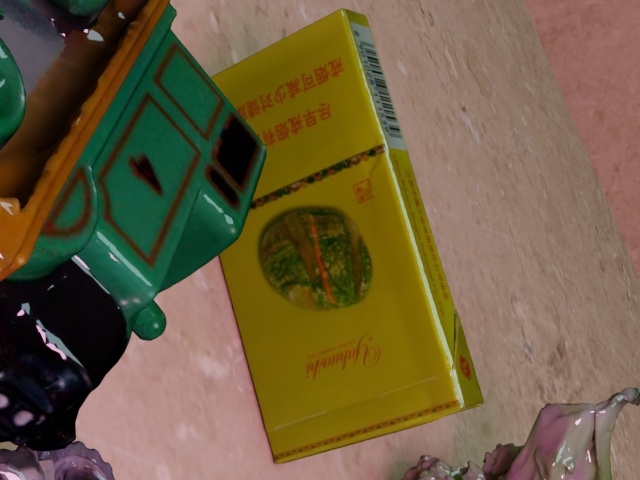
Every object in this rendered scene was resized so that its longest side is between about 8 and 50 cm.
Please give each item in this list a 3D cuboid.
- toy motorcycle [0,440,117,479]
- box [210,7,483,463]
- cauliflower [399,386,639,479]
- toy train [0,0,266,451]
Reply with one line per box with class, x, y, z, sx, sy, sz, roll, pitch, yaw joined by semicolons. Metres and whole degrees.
toy motorcycle;-0.188;0.175;0.606;0.229;0.094;0.130;4;72;-50
box;0.000;0.000;0.967;0.047;0.187;0.335;2;69;-58
cauliflower;0.208;0.245;1.098;0.256;0.238;0.316;-3;117;-64
toy train;-0.165;-0.038;0.677;0.249;0.178;0.429;49;28;-23
